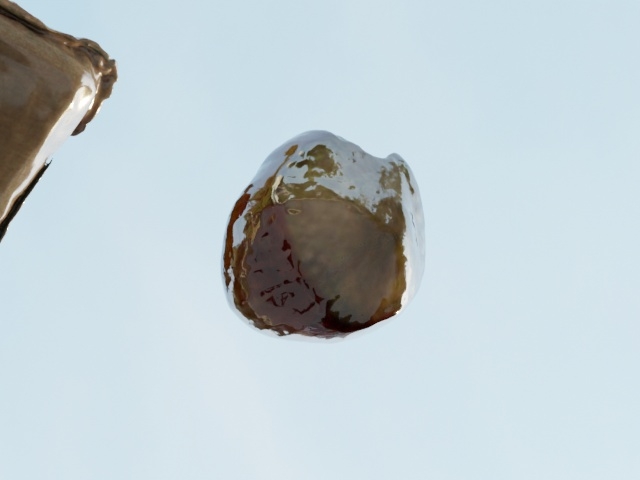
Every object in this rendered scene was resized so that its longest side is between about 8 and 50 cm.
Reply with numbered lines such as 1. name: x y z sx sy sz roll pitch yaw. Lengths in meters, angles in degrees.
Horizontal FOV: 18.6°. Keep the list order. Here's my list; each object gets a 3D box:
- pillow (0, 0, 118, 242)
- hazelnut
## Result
1. pillow: -0.191 -0.021 0.862 0.135 0.034 0.211 26 -74 -37
2. hazelnut: 0.000 0.000 0.726 0.086 0.086 0.086 3 -65 6
